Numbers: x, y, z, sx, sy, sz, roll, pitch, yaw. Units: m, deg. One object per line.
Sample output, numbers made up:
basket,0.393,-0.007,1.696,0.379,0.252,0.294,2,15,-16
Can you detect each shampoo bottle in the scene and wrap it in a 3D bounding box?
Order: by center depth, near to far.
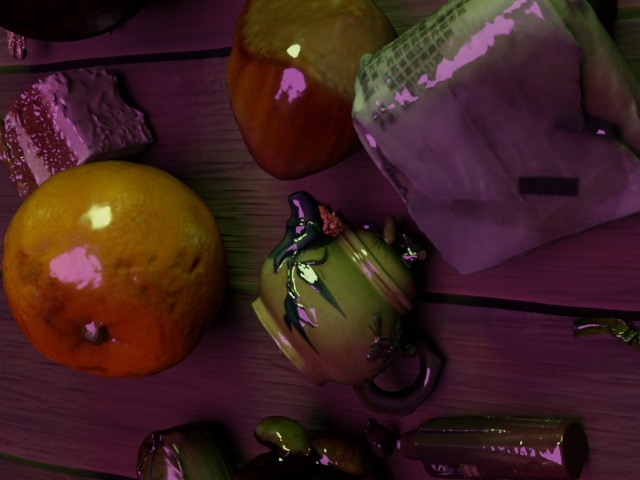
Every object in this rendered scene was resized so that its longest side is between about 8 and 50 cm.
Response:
shampoo bottle,0.158,0.218,1.176,0.236,0.067,0.068,-7,105,35

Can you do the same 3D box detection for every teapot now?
teapot,0.041,0.064,1.183,0.182,0.173,0.269,-41,101,3

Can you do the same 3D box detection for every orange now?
orange,-0.239,0.031,1.296,0.261,0.261,0.261,8,105,33

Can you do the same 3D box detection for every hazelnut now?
hazelnut,-0.003,-0.169,1.148,0.186,0.210,0.210,-21,88,13

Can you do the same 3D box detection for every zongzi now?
zongzi,-0.195,0.402,1.422,0.300,0.138,0.286,-34,78,37

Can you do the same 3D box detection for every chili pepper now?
chili pepper,0.287,0.089,1.090,0.083,0.022,0.027,10,73,33

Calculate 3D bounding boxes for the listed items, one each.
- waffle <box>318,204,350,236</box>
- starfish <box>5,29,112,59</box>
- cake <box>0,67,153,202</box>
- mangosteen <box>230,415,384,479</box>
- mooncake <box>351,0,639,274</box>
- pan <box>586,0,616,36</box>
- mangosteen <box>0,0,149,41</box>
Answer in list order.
waffle,0.001,-0.001,1.268,0.085,0.016,0.078,26,114,27
starfish,-0.339,-0.339,1.411,0.227,0.043,0.240,19,105,21
cake,-0.311,-0.128,1.384,0.147,0.134,0.135,-37,81,41
mangosteen,-0.018,0.314,1.250,0.210,0.210,0.210,8,105,33
mooncake,0.166,-0.111,1.020,0.254,0.136,0.250,-24,116,28
pan,0.187,-0.202,1.076,0.202,0.048,0.128,-41,77,34
mangosteen,-0.277,-0.376,1.217,0.330,0.330,0.330,8,105,33
